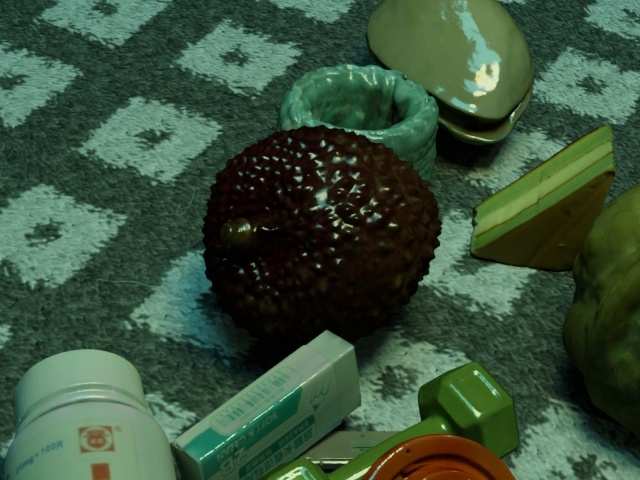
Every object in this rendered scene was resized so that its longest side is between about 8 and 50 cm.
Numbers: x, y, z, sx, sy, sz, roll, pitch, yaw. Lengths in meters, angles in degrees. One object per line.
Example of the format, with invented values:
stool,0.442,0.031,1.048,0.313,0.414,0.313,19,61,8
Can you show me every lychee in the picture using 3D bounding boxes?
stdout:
lychee,0.000,0.000,1.582,0.304,0.276,0.275,0,33,-48

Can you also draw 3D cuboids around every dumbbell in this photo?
dumbbell,0.070,0.234,1.415,0.302,0.108,0.121,-25,56,-26

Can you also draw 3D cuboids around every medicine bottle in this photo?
medicine bottle,-0.223,0.253,1.327,0.170,0.170,0.293,-5,42,-13

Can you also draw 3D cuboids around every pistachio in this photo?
pistachio,0.194,-0.263,1.962,0.226,0.208,0.332,-10,50,-22

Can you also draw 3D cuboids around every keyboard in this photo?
keyboard,0.048,0.235,1.502,0.165,0.017,0.055,1,36,-6

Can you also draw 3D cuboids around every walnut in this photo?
walnut,0.413,0.085,1.530,0.253,0.277,0.282,10,30,-10

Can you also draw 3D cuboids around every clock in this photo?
clock,0.119,0.293,1.331,0.205,0.051,0.205,4,80,-24

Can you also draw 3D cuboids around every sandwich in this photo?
sandwich,0.288,-0.066,1.762,0.144,0.187,0.117,12,39,-2

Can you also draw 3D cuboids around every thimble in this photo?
thimble,0.044,-0.136,1.842,0.235,0.143,0.198,-9,42,-14

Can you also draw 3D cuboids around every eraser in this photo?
eraser,-0.054,0.195,1.453,0.225,0.096,0.052,-34,44,-30
